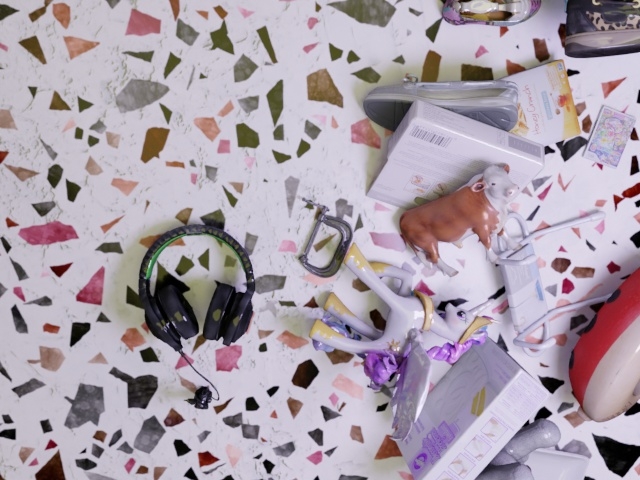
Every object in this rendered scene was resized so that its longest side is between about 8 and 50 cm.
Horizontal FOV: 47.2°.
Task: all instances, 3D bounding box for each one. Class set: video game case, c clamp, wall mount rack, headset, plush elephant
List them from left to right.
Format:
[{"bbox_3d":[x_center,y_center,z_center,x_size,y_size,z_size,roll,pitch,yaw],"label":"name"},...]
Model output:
[{"bbox_3d":[-0.260,0.165,1.588,0.243,0.185,0.394,-2,86,-2],"label":"headset"},{"bbox_3d":[0.000,0.000,1.625,0.137,0.022,0.161,16,97,-15],"label":"c clamp"},{"bbox_3d":[0.411,0.600,1.625,0.330,0.272,0.255,-30,89,28],"label":"plush elephant"},{"bbox_3d":[0.534,0.087,1.659,0.304,0.130,0.350,-26,107,-35],"label":"wall mount rack"},{"bbox_3d":[0.656,-0.233,1.662,0.087,0.011,0.122,18,99,-10],"label":"video game case"}]

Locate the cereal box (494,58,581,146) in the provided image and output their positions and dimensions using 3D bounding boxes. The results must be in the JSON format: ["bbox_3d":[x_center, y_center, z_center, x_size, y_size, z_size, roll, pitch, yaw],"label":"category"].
[{"bbox_3d":[0.435,-0.278,1.607,0.240,0.047,0.173,-19,101,-3],"label":"cereal box"}]

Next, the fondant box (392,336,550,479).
[{"bbox_3d":[0.323,0.389,1.628,0.096,0.238,0.330,39,94,-13],"label":"fondant box"}]

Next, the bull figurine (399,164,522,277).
[{"bbox_3d":[0.308,-0.037,1.544,0.101,0.310,0.188,-32,97,-45],"label":"bull figurine"}]

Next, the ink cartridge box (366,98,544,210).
[{"bbox_3d":[0.280,-0.148,1.567,0.296,0.066,0.261,18,142,-10],"label":"ink cartridge box"}]

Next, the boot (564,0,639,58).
[{"bbox_3d":[0.656,-0.521,1.434,0.377,0.138,0.284,-8,93,7],"label":"boot"}]

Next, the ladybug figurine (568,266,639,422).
[{"bbox_3d":[0.710,0.211,1.646,0.449,0.162,0.305,-52,146,4],"label":"ladybug figurine"}]

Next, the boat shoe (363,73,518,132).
[{"bbox_3d":[0.251,-0.289,1.537,0.320,0.118,0.103,3,59,16],"label":"boat shoe"}]

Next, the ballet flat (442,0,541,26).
[{"bbox_3d":[0.369,-0.490,1.542,0.221,0.079,0.077,-5,103,-6],"label":"ballet flat"}]

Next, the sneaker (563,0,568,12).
[{"bbox_3d":[0.684,-0.459,1.567,0.365,0.135,0.150,27,98,0],"label":"sneaker"}]

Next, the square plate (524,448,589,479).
[{"bbox_3d":[0.445,0.647,1.791,0.344,0.049,0.347,14,99,-10],"label":"square plate"}]

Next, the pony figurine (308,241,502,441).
[{"bbox_3d":[0.168,0.222,1.585,0.363,0.303,0.351,26,88,4],"label":"pony figurine"}]
